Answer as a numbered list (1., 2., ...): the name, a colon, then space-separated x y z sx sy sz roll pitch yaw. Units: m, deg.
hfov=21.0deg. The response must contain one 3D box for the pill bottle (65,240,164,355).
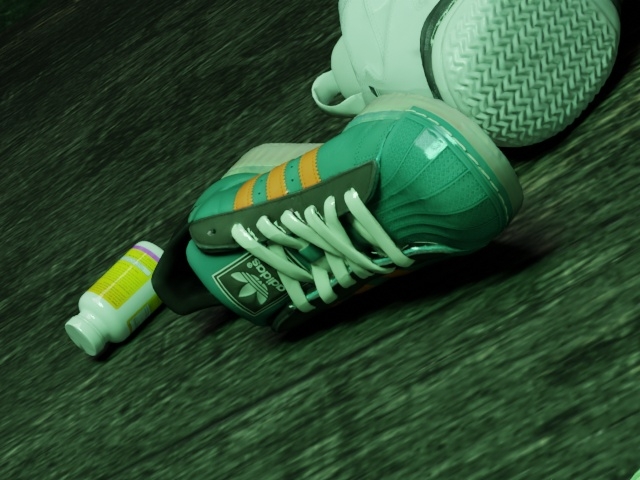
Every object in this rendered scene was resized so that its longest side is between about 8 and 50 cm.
1. pill bottle: -0.139 0.042 1.207 0.083 0.043 0.043 -45 23 -25

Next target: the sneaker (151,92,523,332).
1. sneaker: 0.000 0.000 1.015 0.121 0.108 0.302 -46 15 -25

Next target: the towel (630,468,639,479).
1. towel: 0.143 0.052 0.546 0.325 0.038 0.248 -54 -4 3

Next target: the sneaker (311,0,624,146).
1. sneaker: 0.144 -0.202 1.171 0.210 0.137 0.366 1 44 53
